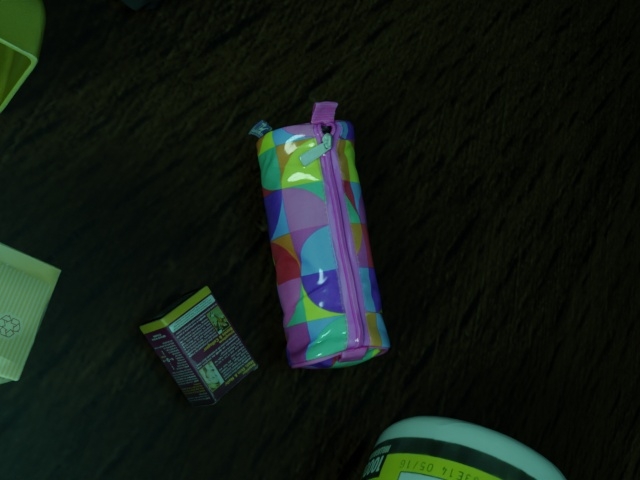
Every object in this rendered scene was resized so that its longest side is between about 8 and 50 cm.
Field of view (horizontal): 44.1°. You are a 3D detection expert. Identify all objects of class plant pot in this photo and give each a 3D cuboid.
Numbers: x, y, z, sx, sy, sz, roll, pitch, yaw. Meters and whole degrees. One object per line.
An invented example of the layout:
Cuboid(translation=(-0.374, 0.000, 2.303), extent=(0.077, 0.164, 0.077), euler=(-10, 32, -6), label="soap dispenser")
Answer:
Cuboid(translation=(-0.253, -0.161, 0.589), extent=(0.081, 0.081, 0.083), euler=(27, 50, -30), label="plant pot")

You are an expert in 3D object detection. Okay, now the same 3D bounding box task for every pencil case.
Cuboid(translation=(0.000, 0.000, 0.729), extent=(0.104, 0.104, 0.236), euler=(-4, 80, -39), label="pencil case")

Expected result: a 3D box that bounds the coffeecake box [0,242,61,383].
Cuboid(translation=(-0.257, 0.035, 0.454), extent=(0.142, 0.185, 0.068), euler=(29, 61, -29), label="coffeecake box")

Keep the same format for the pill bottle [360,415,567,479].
Cuboid(translation=(0.078, 0.327, 0.630), extent=(0.188, 0.188, 0.334), euler=(44, 52, -20), label="pill bottle")

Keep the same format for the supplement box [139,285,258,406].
Cuboid(translation=(-0.101, 0.088, 0.657), extent=(0.055, 0.043, 0.083), euler=(-37, 100, -39), label="supplement box")

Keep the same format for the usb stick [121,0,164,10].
Cuboid(translation=(-0.114, -0.320, 0.765), extent=(0.077, 0.045, 0.278), euler=(47, 54, -19), label="usb stick")
